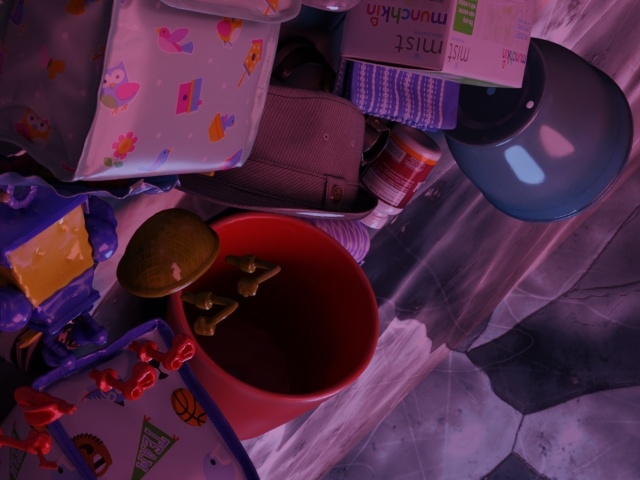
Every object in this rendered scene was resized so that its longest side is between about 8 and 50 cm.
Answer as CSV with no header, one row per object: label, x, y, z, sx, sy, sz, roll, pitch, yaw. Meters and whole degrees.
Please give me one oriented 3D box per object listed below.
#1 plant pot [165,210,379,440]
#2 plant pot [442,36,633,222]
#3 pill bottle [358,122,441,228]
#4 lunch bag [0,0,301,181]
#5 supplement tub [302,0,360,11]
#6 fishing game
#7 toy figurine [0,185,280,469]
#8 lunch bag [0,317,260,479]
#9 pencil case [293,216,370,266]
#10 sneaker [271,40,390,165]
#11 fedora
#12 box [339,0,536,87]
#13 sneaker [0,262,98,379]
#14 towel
plant pot,-0.091,0.136,1.592,0.275,0.275,0.243,-34,167,-35
plant pot,0.302,-0.189,1.799,0.272,0.271,0.255,-51,147,9
pill bottle,0.107,-0.096,1.800,0.152,0.086,0.086,-55,160,22
lunch bag,-0.137,-0.191,0.974,0.223,0.160,0.262,-8,122,-56
supplement tub,0.022,-0.321,1.115,0.117,0.117,0.190,-25,152,-49
fishing game,-0.215,-0.068,1.042,0.264,0.189,0.041,-10,111,-52
toy figurine,-0.226,0.015,1.151,0.362,0.191,0.217,-40,130,-33
lunch bag,-0.224,0.347,1.393,0.239,0.385,0.328,-28,171,-42
pencil case,0.000,0.000,1.771,0.088,0.086,0.206,-29,166,21
sneaker,0.012,-0.161,1.410,0.083,0.118,0.222,-51,161,11
fedora,-0.052,-0.109,1.248,0.275,0.243,0.124,7,104,-44
box,0.140,-0.291,1.292,0.262,0.126,0.231,-5,105,-63
sneaker,-0.281,0.079,1.314,0.178,0.077,0.072,-56,161,21
towel,0.120,-0.258,1.434,0.336,0.040,0.243,0,104,-65
